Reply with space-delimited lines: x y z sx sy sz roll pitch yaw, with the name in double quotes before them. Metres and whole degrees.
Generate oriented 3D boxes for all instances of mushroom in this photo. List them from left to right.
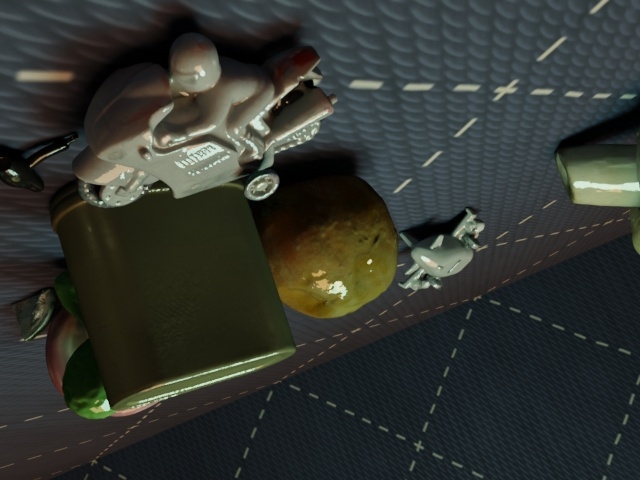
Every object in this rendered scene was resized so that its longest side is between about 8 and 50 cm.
"mushroom" 0.658 -0.104 1.133 0.353 0.325 0.353 -24 170 -5

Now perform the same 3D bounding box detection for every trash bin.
"trash bin" -0.166 0.049 0.732 0.243 0.247 0.121 -10 160 -36

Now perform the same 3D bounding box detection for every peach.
"peach" 0.000 0.000 0.883 0.214 0.214 0.235 -29 150 21

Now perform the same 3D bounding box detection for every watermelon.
"watermelon" -0.430 0.101 0.923 0.061 0.085 0.085 19 145 -19

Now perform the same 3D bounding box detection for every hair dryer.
"hair dryer" -0.270 -0.077 0.608 0.083 0.031 0.079 -29 173 -5

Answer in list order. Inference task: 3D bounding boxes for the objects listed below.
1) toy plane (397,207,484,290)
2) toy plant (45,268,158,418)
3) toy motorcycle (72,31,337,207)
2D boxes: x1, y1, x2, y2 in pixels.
"toy plane" 0.269 0.025 1.407 0.245 0.117 0.244 -33 154 -18
"toy plant" -0.289 0.132 0.940 0.317 0.211 0.356 -57 -179 -31
"toy motorcycle" -0.107 -0.116 0.570 0.260 0.110 0.171 -23 151 -16
